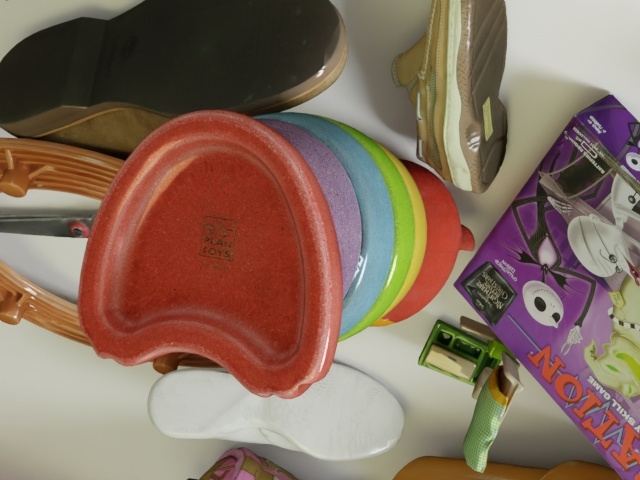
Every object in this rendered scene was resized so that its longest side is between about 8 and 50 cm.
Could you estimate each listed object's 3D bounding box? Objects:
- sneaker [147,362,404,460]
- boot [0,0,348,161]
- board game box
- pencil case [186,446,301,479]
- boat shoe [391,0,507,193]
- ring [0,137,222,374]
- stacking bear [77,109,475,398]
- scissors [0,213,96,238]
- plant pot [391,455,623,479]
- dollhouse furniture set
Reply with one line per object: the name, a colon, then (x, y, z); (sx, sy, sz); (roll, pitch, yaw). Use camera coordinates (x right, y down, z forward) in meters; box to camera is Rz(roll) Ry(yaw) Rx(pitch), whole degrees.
sneaker: (-0.036, 0.141, 1.453); (0.212, 0.080, 0.094); (6, 171, 1)
boot: (-0.089, -0.106, 1.202); (0.305, 0.112, 0.115); (-6, 148, 38)
board game box: (0.251, 0.093, 1.151); (0.347, 0.056, 0.208); (49, 146, 16)
pencil case: (0.036, 0.342, 1.555); (0.386, 0.160, 0.167); (32, 158, -9)
boat shoe: (0.078, -0.108, 1.131); (0.072, 0.068, 0.190); (21, 141, 23)
ring: (-0.173, 0.025, 1.357); (0.336, 0.032, 0.337); (14, 153, 7)
stacking bear: (0.000, 0.000, 1.137); (0.175, 0.289, 0.164); (10, 96, 28)
scissors: (-0.177, -0.018, 1.387); (0.297, 0.021, 0.109); (14, 141, 14)
plant pot: (0.146, 0.263, 1.403); (0.188, 0.205, 0.205); (15, 141, 34)
dollhouse furniture set: (0.107, 0.103, 1.280); (0.058, 0.152, 0.076); (24, 105, -3)
